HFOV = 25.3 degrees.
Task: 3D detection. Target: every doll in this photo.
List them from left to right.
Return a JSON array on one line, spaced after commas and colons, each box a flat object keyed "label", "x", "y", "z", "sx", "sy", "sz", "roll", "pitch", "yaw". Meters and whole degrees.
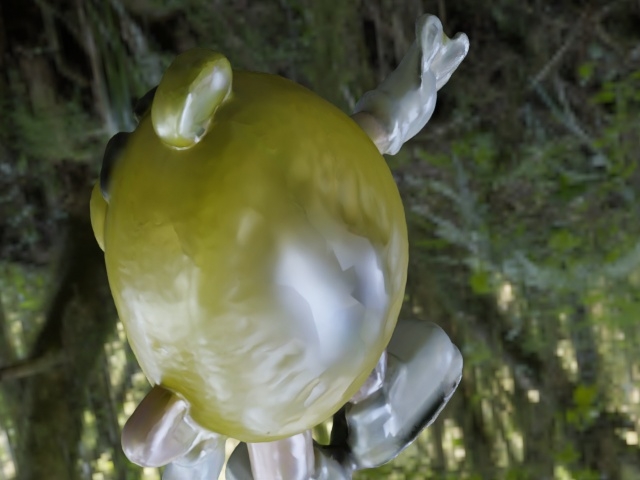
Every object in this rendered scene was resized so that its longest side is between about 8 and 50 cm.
[{"label": "doll", "x": -0.006, "y": 0.034, "z": 0.934, "sx": 0.161, "sy": 0.423, "sz": 0.348, "roll": 22, "pitch": -146, "yaw": 28}]
